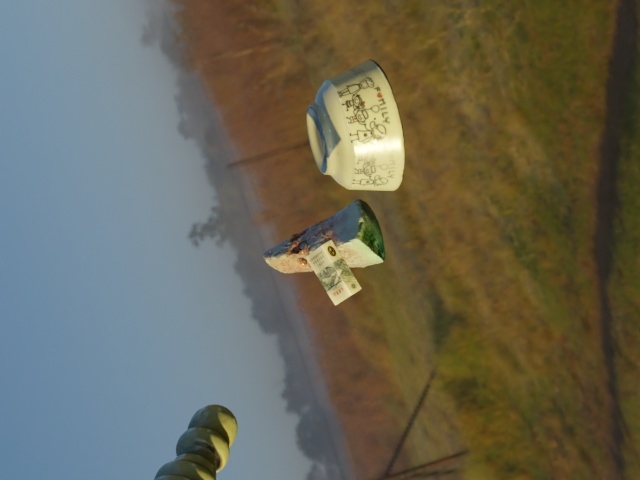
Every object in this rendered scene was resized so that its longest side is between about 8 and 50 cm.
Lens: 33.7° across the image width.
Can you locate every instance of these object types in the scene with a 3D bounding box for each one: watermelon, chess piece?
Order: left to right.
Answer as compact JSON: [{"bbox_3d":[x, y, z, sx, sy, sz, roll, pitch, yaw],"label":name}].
[{"bbox_3d":[-0.227,0.406,1.967,0.243,0.133,0.133,-69,-32,-51],"label":"chess piece"},{"bbox_3d":[0.000,0.000,2.159,0.094,0.241,0.154,51,-155,-45],"label":"watermelon"}]

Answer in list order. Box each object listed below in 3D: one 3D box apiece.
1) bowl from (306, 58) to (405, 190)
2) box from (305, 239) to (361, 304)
[{"bbox_3d":[0.052,-0.189,1.865,0.238,0.126,0.238,166,90,-79],"label":"bowl"},{"bbox_3d":[0.018,0.046,1.513,0.083,0.024,0.054,58,144,4],"label":"box"}]
